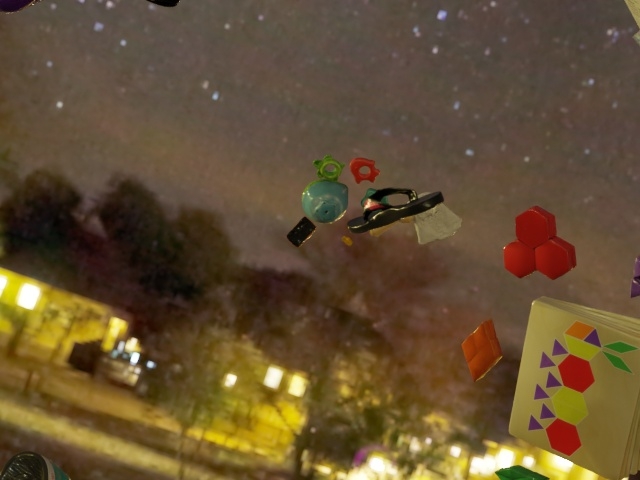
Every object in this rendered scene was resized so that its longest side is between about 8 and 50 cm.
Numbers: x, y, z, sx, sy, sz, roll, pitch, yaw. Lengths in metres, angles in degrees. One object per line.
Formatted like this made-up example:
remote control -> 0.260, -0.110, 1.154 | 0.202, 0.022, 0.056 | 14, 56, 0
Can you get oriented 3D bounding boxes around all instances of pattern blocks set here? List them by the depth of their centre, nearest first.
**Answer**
pattern blocks set -> 0.280, 0.152, 1.131 | 0.285, 0.325, 0.026 | 30, 30, 31

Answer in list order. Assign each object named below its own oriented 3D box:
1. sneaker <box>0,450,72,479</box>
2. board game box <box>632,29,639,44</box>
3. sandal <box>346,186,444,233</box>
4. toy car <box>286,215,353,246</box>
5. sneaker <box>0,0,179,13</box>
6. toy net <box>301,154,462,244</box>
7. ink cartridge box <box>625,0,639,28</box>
sneaker -> -0.412, 0.470, 1.541 | 0.124, 0.295, 0.178 | 0, -22, 19
board game box -> 0.655, -0.325, 1.940 | 0.194, 0.060, 0.194 | 51, 19, 6
sandal -> 0.083, -0.043, 1.231 | 0.040, 0.067, 0.179 | 64, -25, -3
toy car -> 0.000, 0.000, 2.008 | 0.122, 0.060, 0.040 | 26, 5, 9
sneaker -> -0.217, -0.305, 1.157 | 0.146, 0.293, 0.102 | 55, 9, -29
toy net -> 0.093, -0.062, 1.533 | 0.232, 0.122, 0.045 | 9, 27, -9
ink cartridge box -> 0.430, -0.239, 1.088 | 0.237, 0.172, 0.100 | 44, 8, -41
